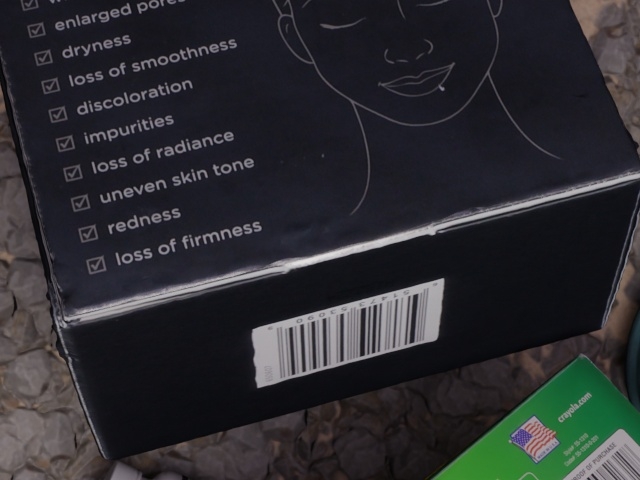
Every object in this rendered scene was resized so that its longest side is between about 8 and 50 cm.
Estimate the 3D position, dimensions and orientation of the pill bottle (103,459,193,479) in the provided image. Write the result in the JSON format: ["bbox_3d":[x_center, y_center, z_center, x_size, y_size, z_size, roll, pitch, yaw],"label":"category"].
[{"bbox_3d":[-0.133,0.295,1.722,0.193,0.108,0.108,27,88,-7],"label":"pill bottle"}]

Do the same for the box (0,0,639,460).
[{"bbox_3d":[-0.031,-0.121,1.535,0.480,0.297,0.471,-14,62,-7],"label":"box"}]

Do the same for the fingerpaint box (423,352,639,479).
[{"bbox_3d":[0.074,0.344,1.531,0.445,0.371,0.163,-35,75,-31],"label":"fingerpaint box"}]

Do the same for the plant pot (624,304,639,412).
[{"bbox_3d":[0.485,0.188,1.635,0.341,0.334,0.341,0,115,-1],"label":"plant pot"}]
